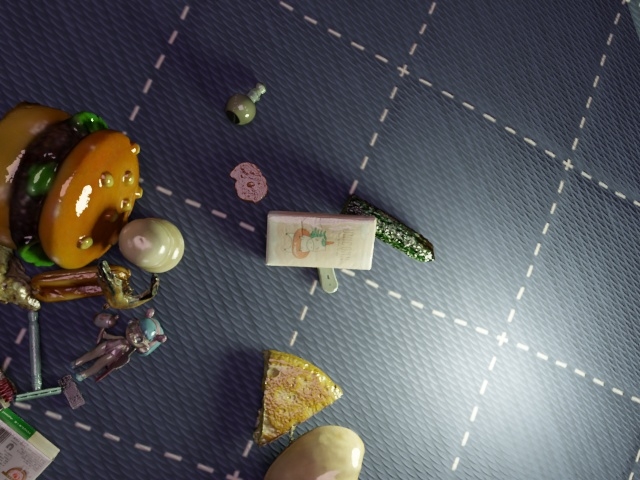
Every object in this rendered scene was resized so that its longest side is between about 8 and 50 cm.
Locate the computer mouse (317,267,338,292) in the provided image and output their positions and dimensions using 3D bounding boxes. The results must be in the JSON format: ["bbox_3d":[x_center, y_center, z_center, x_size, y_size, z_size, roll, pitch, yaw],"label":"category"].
[{"bbox_3d":[0.020,0.114,1.505,0.056,0.032,0.110,-9,80,-15],"label":"computer mouse"}]

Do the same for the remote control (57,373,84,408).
[{"bbox_3d":[-0.698,0.424,1.328,0.039,0.014,0.096,-27,93,-13],"label":"remote control"}]

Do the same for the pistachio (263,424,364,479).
[{"bbox_3d":[-0.011,0.676,1.387,0.309,0.230,0.229,-20,93,-3],"label":"pistachio"}]

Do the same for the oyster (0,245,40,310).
[{"bbox_3d":[-0.893,0.071,1.243,0.166,0.110,0.341,-39,97,-11],"label":"oyster"}]

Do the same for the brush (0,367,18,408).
[{"bbox_3d":[-0.911,0.303,1.260,0.050,0.060,0.320,-34,96,-25],"label":"brush"}]

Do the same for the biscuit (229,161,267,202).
[{"bbox_3d":[-0.220,-0.178,1.462,0.102,0.019,0.130,-28,94,-14],"label":"biscuit"}]

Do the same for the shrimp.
[{"bbox_3d":[-0.524,0.119,1.293,0.152,0.219,0.046,-16,51,-11],"label":"shrimp"}]

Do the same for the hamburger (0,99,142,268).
[{"bbox_3d":[-0.625,-0.112,1.178,0.278,0.396,0.395,21,83,-2],"label":"hamburger"}]

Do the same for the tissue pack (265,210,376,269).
[{"bbox_3d":[0.000,0.000,1.443,0.326,0.071,0.169,3,108,-5],"label":"tissue pack"}]

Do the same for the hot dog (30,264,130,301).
[{"bbox_3d":[-0.660,0.113,1.312,0.250,0.068,0.100,-5,127,-19],"label":"hot dog"}]

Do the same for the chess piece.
[{"bbox_3d":[-0.454,0.013,1.256,0.167,0.300,0.166,0,90,-13],"label":"chess piece"}]

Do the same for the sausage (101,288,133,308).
[{"bbox_3d":[-0.584,0.168,1.364,0.100,0.015,0.015,-34,96,-12],"label":"sausage"}]

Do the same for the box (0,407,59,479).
[{"bbox_3d":[-0.828,0.563,1.259,0.199,0.081,0.135,45,80,-6],"label":"box"}]

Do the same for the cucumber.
[{"bbox_3d":[0.232,-0.026,1.530,0.360,0.096,0.096,29,82,-10],"label":"cucumber"}]

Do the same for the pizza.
[{"bbox_3d":[-0.119,0.489,1.442,0.280,0.075,0.287,39,82,-6],"label":"pizza"}]

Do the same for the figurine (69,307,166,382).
[{"bbox_3d":[-0.574,0.286,1.333,0.260,0.102,0.205,-31,59,-11],"label":"figurine"}]

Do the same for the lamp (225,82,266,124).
[{"bbox_3d":[-0.218,-0.426,1.445,0.091,0.091,0.163,41,65,-9],"label":"lamp"}]

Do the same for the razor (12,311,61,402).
[{"bbox_3d":[-0.775,0.309,1.283,0.106,0.068,0.231,-1,77,-43],"label":"razor"}]
